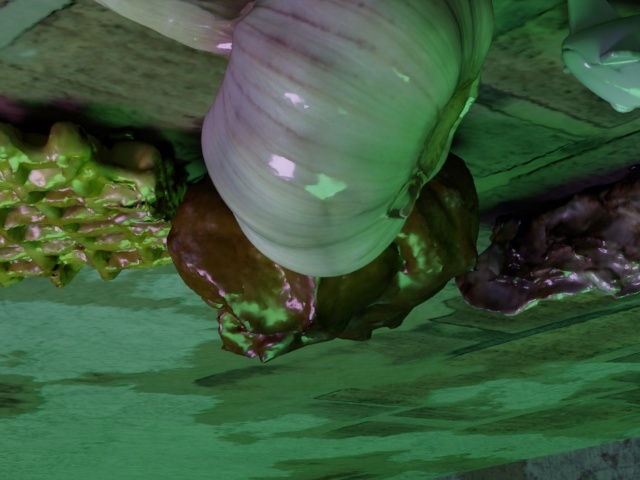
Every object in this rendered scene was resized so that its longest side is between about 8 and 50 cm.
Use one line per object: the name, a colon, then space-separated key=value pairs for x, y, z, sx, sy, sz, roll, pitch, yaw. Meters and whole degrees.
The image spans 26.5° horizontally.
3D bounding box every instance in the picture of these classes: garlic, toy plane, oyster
garlic: x=-0.030 y=-0.097 z=0.757 sx=0.226 sy=0.199 sz=0.199 roll=24 pitch=164 yaw=7
toy plane: x=0.232 y=-0.120 z=0.837 sx=0.174 sy=0.080 sz=0.174 roll=-2 pitch=-179 yaw=0
oyster: x=0.318 y=-0.018 z=1.196 sx=0.396 sy=0.110 sz=0.204 roll=-16 pitch=177 yaw=29

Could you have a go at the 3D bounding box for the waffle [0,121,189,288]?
waffle: x=-0.224 y=-0.023 z=1.058 sx=0.307 sy=0.060 sz=0.312 roll=4 pitch=163 yaw=-28

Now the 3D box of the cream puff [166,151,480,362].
cream puff: x=0.000 y=0.000 z=1.045 sx=0.269 sy=0.154 sz=0.241 roll=-12 pitch=165 yaw=-39
